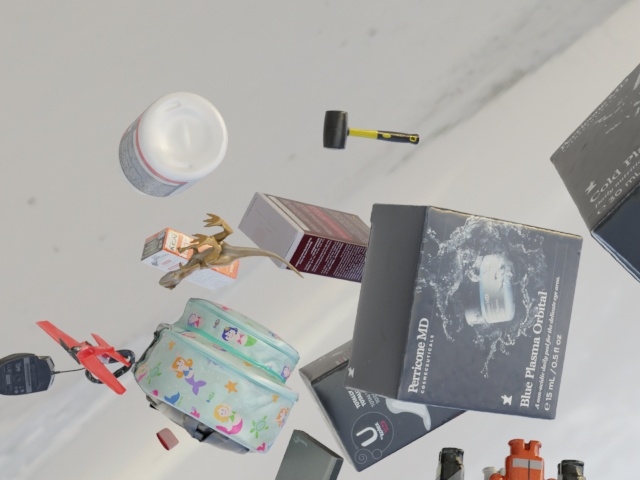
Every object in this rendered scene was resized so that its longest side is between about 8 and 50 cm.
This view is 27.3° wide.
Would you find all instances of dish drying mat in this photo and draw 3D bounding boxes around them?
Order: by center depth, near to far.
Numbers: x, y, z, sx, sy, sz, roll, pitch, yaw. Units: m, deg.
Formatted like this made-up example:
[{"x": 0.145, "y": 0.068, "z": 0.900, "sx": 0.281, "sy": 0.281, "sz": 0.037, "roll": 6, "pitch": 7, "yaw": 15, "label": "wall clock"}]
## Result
[{"x": -0.226, "y": 0.292, "z": 1.937, "sx": 0.008, "sy": 0.032, "sz": 0.083, "roll": -36, "pitch": 177, "yaw": 2, "label": "dish drying mat"}]

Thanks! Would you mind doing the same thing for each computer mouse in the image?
[{"x": -0.419, "y": 0.205, "z": 2.119, "sx": 0.242, "sy": 0.071, "sz": 0.041, "roll": -5, "pitch": -162, "yaw": -21, "label": "computer mouse"}]

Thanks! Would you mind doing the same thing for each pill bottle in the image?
[{"x": -0.189, "y": -0.109, "z": 1.609, "sx": 0.108, "sy": 0.108, "sz": 0.180, "roll": -42, "pitch": -172, "yaw": -22, "label": "pill bottle"}]

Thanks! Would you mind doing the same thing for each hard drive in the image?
[{"x": -0.025, "y": 0.327, "z": 1.719, "sx": 0.094, "sy": 0.022, "sz": 0.135, "roll": 26, "pitch": -83, "yaw": 49, "label": "hard drive"}]

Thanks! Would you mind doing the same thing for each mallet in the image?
[{"x": 0.081, "y": -0.177, "z": 2.079, "sx": 0.189, "sy": 0.062, "sz": 0.039, "roll": -6, "pitch": -173, "yaw": -37, "label": "mallet"}]

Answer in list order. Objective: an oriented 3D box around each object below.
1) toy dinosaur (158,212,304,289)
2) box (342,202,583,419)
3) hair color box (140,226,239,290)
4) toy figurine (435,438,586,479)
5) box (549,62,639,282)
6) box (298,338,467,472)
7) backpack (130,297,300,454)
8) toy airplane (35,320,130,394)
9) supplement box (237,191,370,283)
[{"x": -0.140, "y": 0.018, "z": 1.945, "sx": 0.211, "sy": 0.112, "sz": 0.064, "roll": -11, "pitch": -134, "yaw": 9, "label": "toy dinosaur"}, {"x": 0.117, "y": 0.058, "z": 1.075, "sx": 0.093, "sy": 0.158, "sz": 0.156, "roll": 4, "pitch": -95, "yaw": 63, "label": "box"}, {"x": -0.252, "y": 0.037, "z": 2.554, "sx": 0.093, "sy": 0.167, "sz": 0.053, "roll": -24, "pitch": -129, "yaw": 51, "label": "hair color box"}, {"x": 0.284, "y": 0.397, "z": 1.978, "sx": 0.209, "sy": 0.213, "sz": 0.148, "roll": -13, "pitch": -118, "yaw": 36, "label": "toy figurine"}, {"x": 0.624, "y": -0.149, "z": 1.925, "sx": 0.480, "sy": 0.297, "sz": 0.472, "roll": -47, "pitch": -173, "yaw": 13, "label": "box"}, {"x": 0.125, "y": 0.215, "z": 2.050, "sx": 0.270, "sy": 0.165, "sz": 0.143, "roll": -28, "pitch": -173, "yaw": -7, "label": "box"}, {"x": -0.140, "y": 0.193, "z": 1.821, "sx": 0.191, "sy": 0.225, "sz": 0.253, "roll": -60, "pitch": -173, "yaw": -2, "label": "backpack"}, {"x": -0.291, "y": 0.145, "z": 1.686, "sx": 0.028, "sy": 0.151, "sz": 0.151, "roll": -52, "pitch": -179, "yaw": 2, "label": "toy airplane"}, {"x": 0.000, "y": 0.000, "z": 2.114, "sx": 0.239, "sy": 0.130, "sz": 0.073, "roll": 12, "pitch": 113, "yaw": -44, "label": "supplement box"}]
